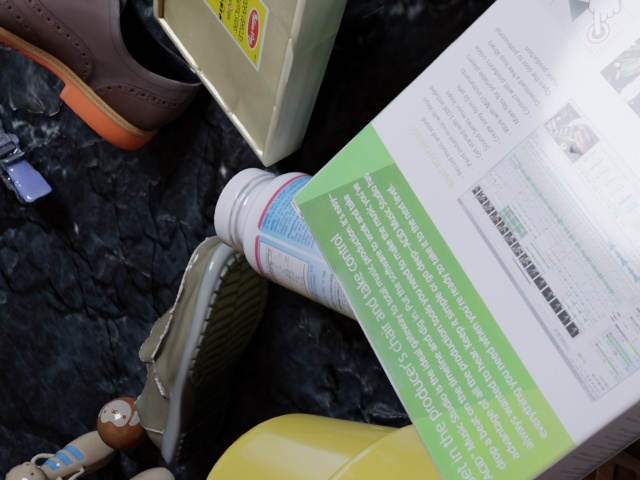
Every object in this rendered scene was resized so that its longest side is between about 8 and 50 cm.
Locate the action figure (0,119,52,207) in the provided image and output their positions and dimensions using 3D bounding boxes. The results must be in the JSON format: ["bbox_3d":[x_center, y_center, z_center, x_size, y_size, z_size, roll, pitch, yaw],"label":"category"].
[{"bbox_3d":[-0.440,-0.100,1.025,0.341,0.178,0.330,44,137,24],"label":"action figure"}]

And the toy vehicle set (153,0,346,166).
[{"bbox_3d":[-0.056,-0.178,0.677,0.166,0.035,0.267,54,160,12],"label":"toy vehicle set"}]

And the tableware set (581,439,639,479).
[{"bbox_3d":[0.204,0.191,0.605,0.039,0.128,0.194,-124,27,-74],"label":"tableware set"}]

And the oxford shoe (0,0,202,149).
[{"bbox_3d":[-0.209,-0.195,0.793,0.098,0.097,0.271,-31,124,27],"label":"oxford shoe"}]

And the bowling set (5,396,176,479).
[{"bbox_3d":[-0.247,0.260,0.990,0.287,0.154,0.200,15,114,36],"label":"bowling set"}]

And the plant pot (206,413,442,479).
[{"bbox_3d":[0.035,0.234,0.696,0.239,0.254,0.254,15,115,52],"label":"plant pot"}]

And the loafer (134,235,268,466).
[{"bbox_3d":[-0.120,0.092,0.865,0.087,0.094,0.251,35,124,22],"label":"loafer"}]

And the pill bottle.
[{"bbox_3d":[0.000,0.000,0.737,0.160,0.087,0.087,24,119,33],"label":"pill bottle"}]

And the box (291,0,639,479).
[{"bbox_3d":[0.149,-0.038,0.504,0.322,0.058,0.232,-42,53,19],"label":"box"}]
